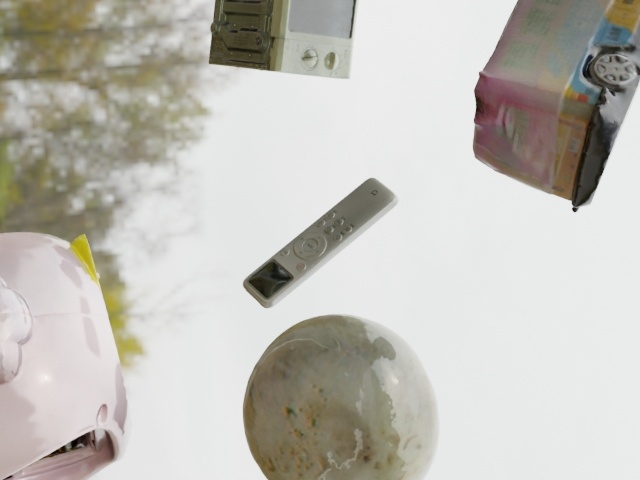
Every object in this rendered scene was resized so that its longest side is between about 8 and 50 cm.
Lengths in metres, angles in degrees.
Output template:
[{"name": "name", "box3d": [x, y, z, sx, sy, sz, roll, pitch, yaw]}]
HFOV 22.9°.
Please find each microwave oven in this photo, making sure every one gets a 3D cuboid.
[{"name": "microwave oven", "box3d": [-0.051, -0.347, 2.122, 0.194, 0.145, 0.241, 14, -80, 48]}]

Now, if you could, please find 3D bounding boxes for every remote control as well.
[{"name": "remote control", "box3d": [0.000, 0.000, 2.291, 0.067, 0.261, 0.029, 41, -17, 36]}]

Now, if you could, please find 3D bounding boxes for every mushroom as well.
[{"name": "mushroom", "box3d": [0.032, 0.196, 1.877, 0.243, 0.243, 0.244, 174, -90, -71]}]

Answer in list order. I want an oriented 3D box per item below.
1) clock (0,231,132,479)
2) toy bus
[{"name": "clock", "box3d": [-0.388, 0.172, 1.634, 0.368, 0.376, 0.251, 107, -35, -68]}, {"name": "toy bus", "box3d": [0.296, -0.233, 1.772, 0.171, 0.162, 0.386, 98, 17, -52]}]
